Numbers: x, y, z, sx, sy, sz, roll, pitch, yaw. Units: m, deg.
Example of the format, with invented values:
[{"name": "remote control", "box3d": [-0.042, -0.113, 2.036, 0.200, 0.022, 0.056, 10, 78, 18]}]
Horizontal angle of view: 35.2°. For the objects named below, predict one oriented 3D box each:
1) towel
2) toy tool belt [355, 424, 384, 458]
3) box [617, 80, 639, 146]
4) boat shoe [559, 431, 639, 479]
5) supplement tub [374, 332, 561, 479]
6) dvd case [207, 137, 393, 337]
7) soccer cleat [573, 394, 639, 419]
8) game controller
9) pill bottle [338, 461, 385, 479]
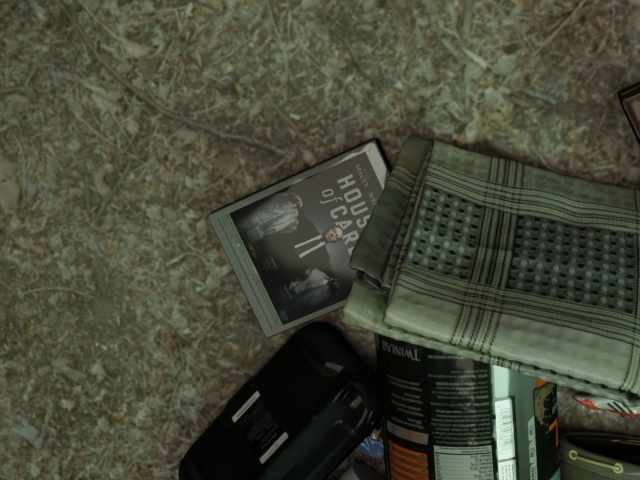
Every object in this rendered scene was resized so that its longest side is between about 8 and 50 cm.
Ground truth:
[{"name": "towel", "box3d": [0.206, 0.010, 1.093, 0.324, 0.312, 0.056, 14, 137, 9]}, {"name": "toy tool belt", "box3d": [0.067, 0.257, 1.293, 0.083, 0.051, 0.052, 21, 105, 7]}, {"name": "box", "box3d": [0.489, -0.028, 1.100, 0.191, 0.143, 0.381, -24, 97, 16]}, {"name": "boat shoe", "box3d": [0.429, 0.276, 1.189, 0.305, 0.109, 0.091, -2, 106, 16]}, {"name": "supplement tub", "box3d": [0.175, 0.226, 1.183, 0.207, 0.207, 0.338, -2, 101, 13]}, {"name": "dvd case", "box3d": [0.000, 0.000, 1.267, 0.238, 0.029, 0.179, -23, 96, 16]}, {"name": "soccer cleat", "box3d": [0.352, 0.194, 1.232, 0.083, 0.029, 0.035, 12, 95, 6]}, {"name": "game controller", "box3d": [-0.058, 0.255, 1.296, 0.319, 0.067, 0.166, -48, 52, 16]}, {"name": "pill bottle", "box3d": [0.004, 0.392, 1.293, 0.121, 0.121, 0.216, 42, 97, 2]}]
